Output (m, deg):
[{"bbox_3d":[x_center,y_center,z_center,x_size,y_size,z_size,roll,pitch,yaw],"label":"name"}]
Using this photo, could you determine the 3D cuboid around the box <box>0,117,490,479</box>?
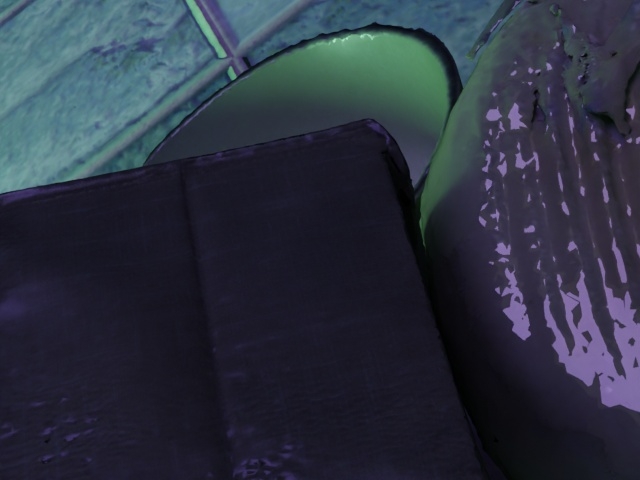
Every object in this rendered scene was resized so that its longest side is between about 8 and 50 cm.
[{"bbox_3d":[-0.022,0.097,0.463,0.155,0.231,0.149,-11,51,-3],"label":"box"}]

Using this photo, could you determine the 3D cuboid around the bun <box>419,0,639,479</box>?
[{"bbox_3d":[0.174,-0.001,0.477,0.272,0.168,0.273,-9,60,17],"label":"bun"}]

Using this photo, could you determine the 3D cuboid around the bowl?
[{"bbox_3d":[0.000,0.000,0.620,0.211,0.112,0.211,-24,39,21],"label":"bowl"}]
